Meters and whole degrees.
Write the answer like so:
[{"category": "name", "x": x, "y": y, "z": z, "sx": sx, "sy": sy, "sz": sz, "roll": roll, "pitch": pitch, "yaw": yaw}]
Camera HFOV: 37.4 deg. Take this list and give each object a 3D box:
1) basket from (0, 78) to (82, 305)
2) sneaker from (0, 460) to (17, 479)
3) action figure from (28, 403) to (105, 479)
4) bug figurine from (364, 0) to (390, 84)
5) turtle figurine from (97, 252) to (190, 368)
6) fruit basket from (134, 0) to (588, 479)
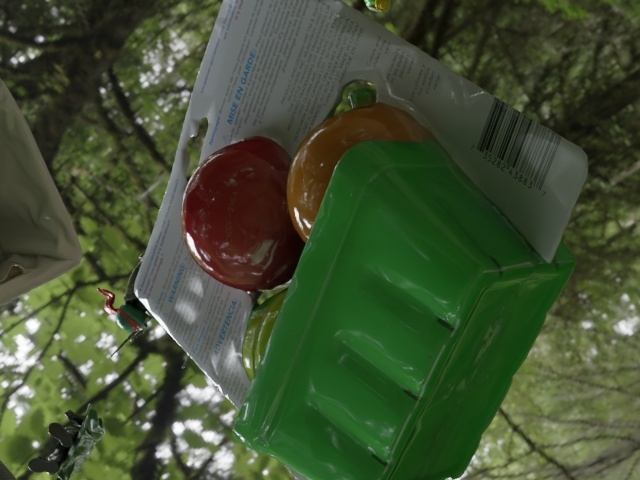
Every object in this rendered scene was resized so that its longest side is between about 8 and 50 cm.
[{"category": "basket", "x": -0.290, "y": -0.031, "z": 0.766, "sx": 0.113, "sy": 0.103, "sz": 0.167, "roll": -32, "pitch": -75, "yaw": -39}, {"category": "sneaker", "x": -0.394, "y": 0.252, "z": 0.911, "sx": 0.366, "sy": 0.210, "sz": 0.137, "roll": 43, "pitch": -134, "yaw": 13}, {"category": "action figure", "x": -0.330, "y": 0.272, "z": 1.252, "sx": 0.063, "sy": 0.137, "sz": 0.232, "roll": 29, "pitch": 169, "yaw": 0}, {"category": "bug figurine", "x": 0.023, "y": -0.353, "z": 1.416, "sx": 0.279, "sy": 0.216, "sz": 0.072, "roll": 14, "pitch": -157, "yaw": -43}, {"category": "turtle figurine", "x": -0.184, "y": 0.059, "z": 1.209, "sx": 0.175, "sy": 0.234, "sz": 0.118, "roll": 20, "pitch": 154, "yaw": 49}, {"category": "fruit basket", "x": 0.000, "y": 0.000, "z": 0.689, "sx": 0.165, "sy": 0.327, "sz": 0.353, "roll": 0, "pitch": -149, "yaw": -39}]
